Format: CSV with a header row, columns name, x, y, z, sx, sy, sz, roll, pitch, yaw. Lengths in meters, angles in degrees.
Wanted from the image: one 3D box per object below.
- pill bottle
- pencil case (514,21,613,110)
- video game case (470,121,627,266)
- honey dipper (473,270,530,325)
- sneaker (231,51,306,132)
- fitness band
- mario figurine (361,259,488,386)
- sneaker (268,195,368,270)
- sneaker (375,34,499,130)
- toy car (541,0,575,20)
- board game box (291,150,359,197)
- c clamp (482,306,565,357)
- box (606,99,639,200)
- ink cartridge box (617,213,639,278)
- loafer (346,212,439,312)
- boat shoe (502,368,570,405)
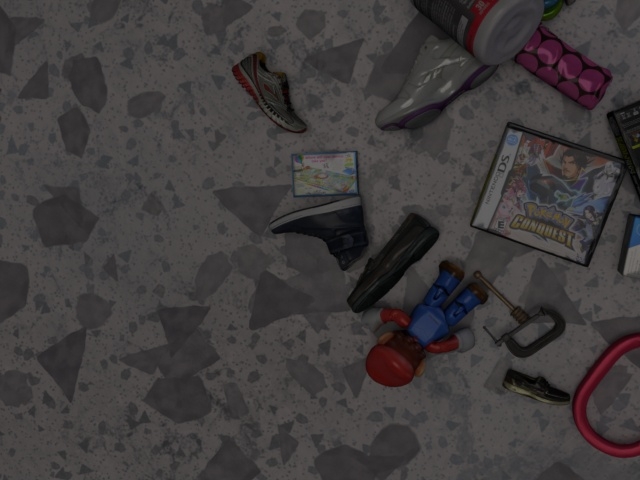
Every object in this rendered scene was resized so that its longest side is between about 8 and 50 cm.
name,x,y,z,sx,sy,sz,roll,pitch,yaw
pill bottle,0.295,-0.523,1.723,0.176,0.176,0.318,-48,62,12
pencil case,0.523,-0.373,1.769,0.209,0.095,0.098,36,96,4
video game case,0.503,-0.102,1.826,0.275,0.035,0.248,20,99,9
honey dipper,0.409,0.128,1.872,0.160,0.030,0.030,45,102,6
sneaker,-0.106,-0.339,1.901,0.093,0.088,0.225,-40,87,11
fitness band,0.692,0.341,1.827,0.209,0.054,0.290,35,100,9
mario figurine,0.227,0.199,1.891,0.320,0.170,0.198,-47,49,2
sneaker,0.000,0.000,1.913,0.226,0.086,0.163,-13,90,11
sneaker,0.241,-0.358,1.832,0.305,0.114,0.152,-34,75,8
toy car,0.456,-0.556,1.739,0.159,0.136,0.181,-17,92,12
board game box,0.011,-0.155,1.926,0.154,0.026,0.103,-1,95,12
c clamp,0.464,0.202,1.844,0.161,0.022,0.137,-33,116,9
box,0.771,-0.221,1.732,0.270,0.060,0.216,-22,91,6
ink cartridge box,0.770,0.028,1.763,0.231,0.078,0.134,10,98,10
loafer,0.154,0.052,1.897,0.267,0.096,0.084,-44,66,5
boat shoe,0.490,0.331,1.861,0.152,0.056,0.049,14,103,10
